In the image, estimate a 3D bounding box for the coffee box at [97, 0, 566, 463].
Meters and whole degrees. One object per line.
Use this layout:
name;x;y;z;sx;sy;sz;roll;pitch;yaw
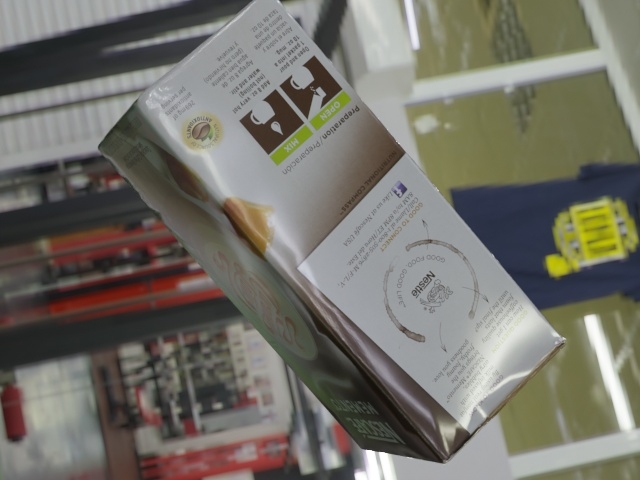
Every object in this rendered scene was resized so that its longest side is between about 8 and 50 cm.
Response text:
coffee box;0.000;0.000;0.732;0.246;0.098;0.141;49;-16;-7
